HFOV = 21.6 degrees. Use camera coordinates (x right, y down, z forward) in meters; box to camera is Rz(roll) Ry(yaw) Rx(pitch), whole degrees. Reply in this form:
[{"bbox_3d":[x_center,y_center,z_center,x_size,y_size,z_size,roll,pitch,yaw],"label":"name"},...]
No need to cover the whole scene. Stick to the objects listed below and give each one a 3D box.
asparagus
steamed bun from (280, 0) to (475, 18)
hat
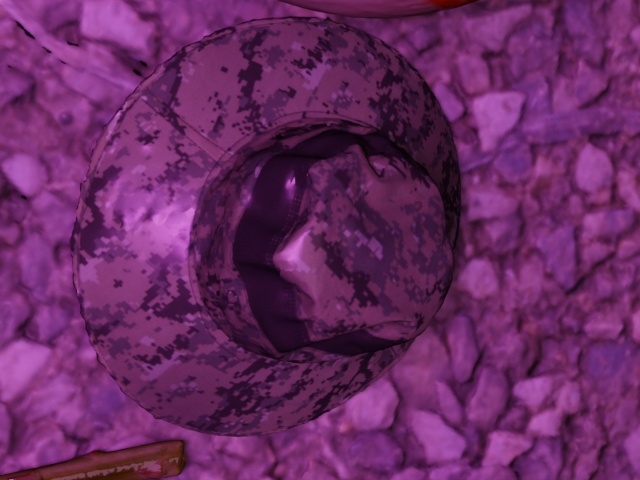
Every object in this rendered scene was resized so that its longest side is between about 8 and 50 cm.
[{"bbox_3d":[-0.192,0.145,0.939,0.248,0.025,0.024,-10,145,-25],"label":"asparagus"},{"bbox_3d":[0.070,-0.266,0.812,0.374,0.241,0.374,-35,151,-23],"label":"steamed bun"},{"bbox_3d":[0.000,0.000,0.955,0.265,0.128,0.265,-5,100,-29],"label":"hat"}]
